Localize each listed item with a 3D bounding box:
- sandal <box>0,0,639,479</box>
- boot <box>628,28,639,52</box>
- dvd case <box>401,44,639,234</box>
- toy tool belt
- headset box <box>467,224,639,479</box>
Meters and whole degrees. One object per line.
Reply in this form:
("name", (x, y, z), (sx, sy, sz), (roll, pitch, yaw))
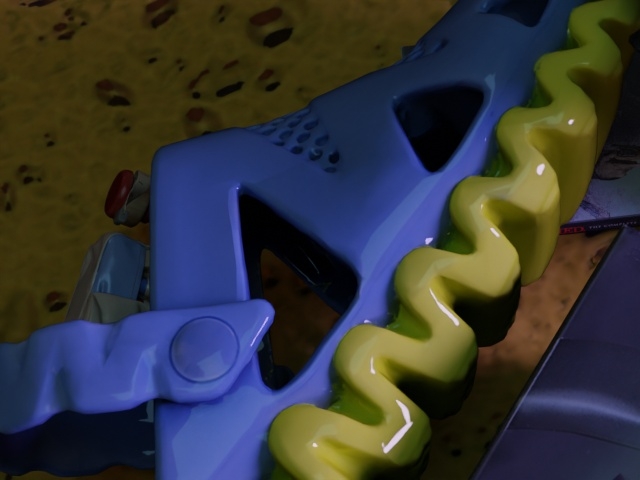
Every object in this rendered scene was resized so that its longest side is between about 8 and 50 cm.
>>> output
("sandal", (0.000, 0.000, 0.482), (0.138, 0.126, 0.317), (30, 69, 15))
("boot", (0.194, -0.030, 0.439), (0.094, 0.207, 0.246), (-47, 62, 19))
("dvd case", (0.094, -0.043, 0.569), (0.119, 0.013, 0.087), (-6, 66, 5))
("toy tool belt", (-0.063, 0.020, 0.547), (0.051, 0.052, 0.083), (22, 70, -21))
("headset box", (0.129, 0.168, 0.406), (0.283, 0.131, 0.246), (27, 73, 17))
